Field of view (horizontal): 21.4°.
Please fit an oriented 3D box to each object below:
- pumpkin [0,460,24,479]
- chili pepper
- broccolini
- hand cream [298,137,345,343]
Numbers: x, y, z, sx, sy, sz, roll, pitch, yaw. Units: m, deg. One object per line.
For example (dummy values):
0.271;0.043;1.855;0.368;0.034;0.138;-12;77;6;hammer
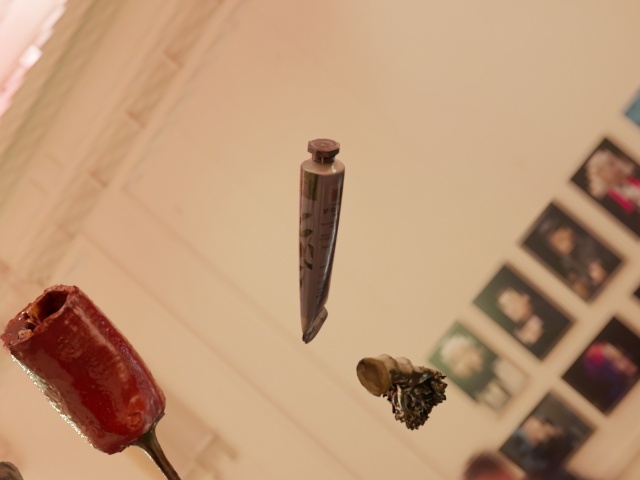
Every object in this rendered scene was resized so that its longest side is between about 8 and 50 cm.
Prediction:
-0.342;0.376;1.566;0.263;0.197;0.293;-28;-23;-35;pumpkin
-0.276;0.214;2.263;0.134;0.338;0.131;-50;21;-28;chili pepper
0.080;0.167;1.818;0.079;0.074;0.392;-20;-9;10;broccolini
0.000;0.000;2.075;0.088;0.055;0.256;-58;-28;-61;hand cream
